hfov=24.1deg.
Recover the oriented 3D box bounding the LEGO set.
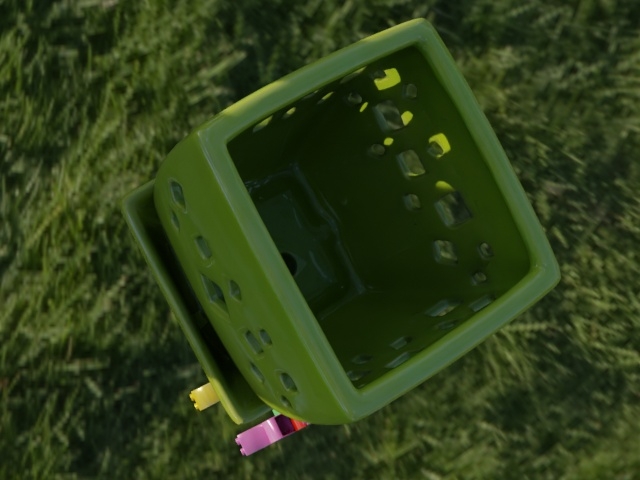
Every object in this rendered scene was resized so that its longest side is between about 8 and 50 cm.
[{"bbox_3d":[-0.063,0.144,1.340,0.093,0.227,0.087,-26,83,-5],"label":"LEGO set"}]

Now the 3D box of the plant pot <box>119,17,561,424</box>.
[{"bbox_3d":[0.000,0.000,1.112,0.227,0.207,0.228,-30,93,-33],"label":"plant pot"}]
